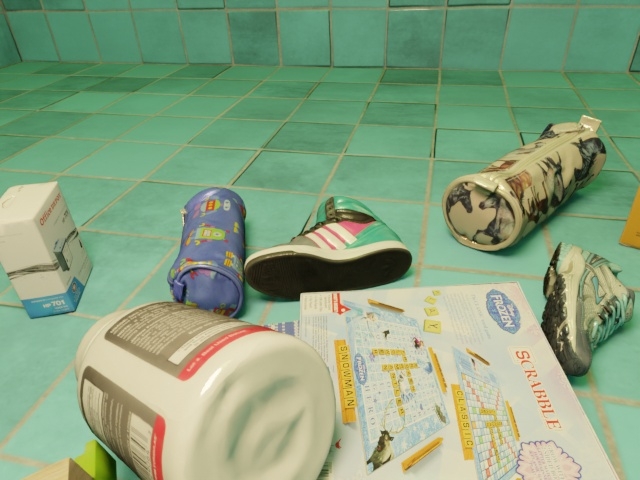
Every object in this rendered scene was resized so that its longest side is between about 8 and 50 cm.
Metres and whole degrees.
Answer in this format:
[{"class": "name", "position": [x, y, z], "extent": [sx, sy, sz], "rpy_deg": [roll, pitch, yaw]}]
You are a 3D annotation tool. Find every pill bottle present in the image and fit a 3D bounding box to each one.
[{"class": "pill bottle", "position": [-0.151, 0.161, 0.513], "extent": [0.318, 0.177, 0.176], "rpy_deg": [4, 29, 46]}]

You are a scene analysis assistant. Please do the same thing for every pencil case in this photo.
[{"class": "pencil case", "position": [-0.202, 0.011, 0.864], "extent": [0.132, 0.120, 0.306], "rpy_deg": [7, 31, -14]}, {"class": "pencil case", "position": [0.427, -0.123, 0.971], "extent": [0.410, 0.184, 0.159], "rpy_deg": [-28, 42, -32]}]

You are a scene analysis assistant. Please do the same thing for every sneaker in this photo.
[{"class": "sneaker", "position": [0.409, 0.096, 0.708], "extent": [0.122, 0.110, 0.283], "rpy_deg": [15, 37, 20]}, {"class": "sneaker", "position": [0.000, 0.000, 0.861], "extent": [0.295, 0.124, 0.179], "rpy_deg": [-4, 37, -16]}]

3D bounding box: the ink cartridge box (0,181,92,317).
[{"class": "ink cartridge box", "position": [-0.480, 0.015, 0.815], "extent": [0.082, 0.191, 0.140], "rpy_deg": [-7, 34, -7]}]

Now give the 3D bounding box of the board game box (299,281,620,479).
[{"class": "board game box", "position": [0.130, 0.185, 0.569], "extent": [0.317, 0.066, 0.319], "rpy_deg": [-3, 37, 3]}]

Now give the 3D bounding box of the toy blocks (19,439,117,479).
[{"class": "toy blocks", "position": [-0.284, 0.358, 0.327], "extent": [0.260, 0.191, 0.381], "rpy_deg": [-24, 37, -10]}]

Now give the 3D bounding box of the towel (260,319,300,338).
[{"class": "towel", "position": [-0.002, 0.201, 0.649], "extent": [0.335, 0.040, 0.243], "rpy_deg": [-7, 36, -3]}]

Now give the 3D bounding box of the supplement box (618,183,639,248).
[{"class": "supplement box", "position": [0.631, -0.094, 0.864], "extent": [0.078, 0.234, 0.080], "rpy_deg": [23, 37, 33]}]
